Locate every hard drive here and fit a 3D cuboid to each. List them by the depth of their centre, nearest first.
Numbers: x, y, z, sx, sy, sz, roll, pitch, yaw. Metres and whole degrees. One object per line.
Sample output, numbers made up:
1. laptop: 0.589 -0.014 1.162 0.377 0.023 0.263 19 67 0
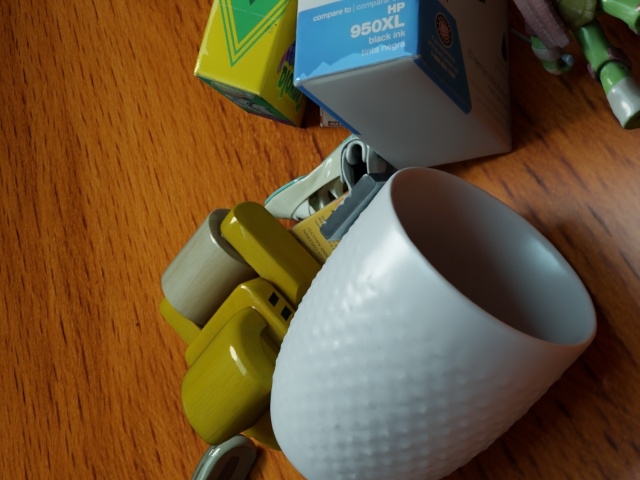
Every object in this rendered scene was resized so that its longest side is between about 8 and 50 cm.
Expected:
1. hard drive: 0.067 -0.041 1.329 0.022 0.135 0.094 50 119 20

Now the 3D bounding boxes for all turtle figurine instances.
1. turtle figurine: 0.329 -0.264 1.286 0.197 0.274 0.266 -38 66 9

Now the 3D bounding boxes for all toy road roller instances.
1. toy road roller: -0.103 0.127 1.520 0.329 0.240 0.202 48 120 13

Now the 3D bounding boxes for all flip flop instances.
1. flip flop: -0.161 0.416 1.679 0.080 0.112 0.277 33 98 38

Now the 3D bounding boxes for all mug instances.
1. mug: 0.105 0.106 1.330 0.328 0.276 0.374 -53 10 28

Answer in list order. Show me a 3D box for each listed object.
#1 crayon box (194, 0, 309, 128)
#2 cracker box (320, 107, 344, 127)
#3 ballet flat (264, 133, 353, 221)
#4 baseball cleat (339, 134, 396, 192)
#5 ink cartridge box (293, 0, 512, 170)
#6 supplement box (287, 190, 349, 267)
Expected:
1. crayon box: -0.052 -0.342 1.641 0.363 0.106 0.313 9 -83 -82
2. cracker box: 0.031 -0.274 1.603 0.232 0.067 0.156 85 -173 -71
3. ballet flat: 0.010 -0.074 1.659 0.248 0.086 0.086 -37 50 39
4. baseball cleat: 0.069 -0.131 1.509 0.072 0.109 0.206 -11 58 18
5. ink cartridge box: 0.111 -0.325 1.416 0.166 0.285 0.395 -9 68 28
6. supplement box: 0.000 0.000 1.615 0.233 0.080 0.078 -32 92 45
